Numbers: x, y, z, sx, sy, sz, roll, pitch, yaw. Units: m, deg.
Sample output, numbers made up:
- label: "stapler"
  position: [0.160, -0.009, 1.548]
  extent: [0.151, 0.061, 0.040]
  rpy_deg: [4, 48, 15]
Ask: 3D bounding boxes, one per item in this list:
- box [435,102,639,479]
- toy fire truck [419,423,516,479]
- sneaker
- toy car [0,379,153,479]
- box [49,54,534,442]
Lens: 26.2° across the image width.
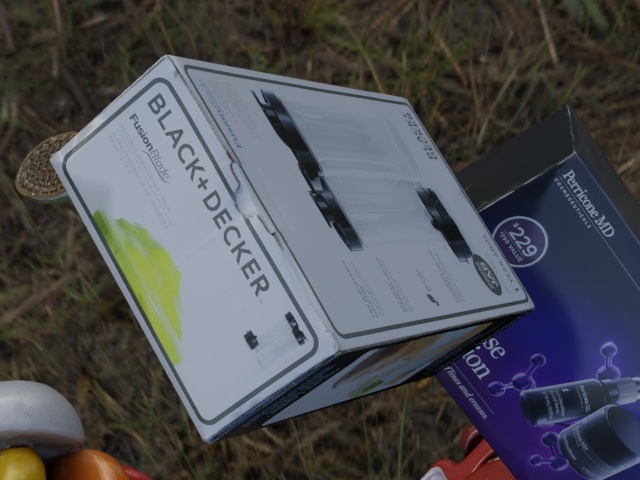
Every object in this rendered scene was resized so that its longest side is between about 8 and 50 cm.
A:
- label: "box"
  position: [0.180, 0.061, 1.020]
  extent: [0.184, 0.103, 0.261]
  rpy_deg: [-33, 108, 18]
- label: "toy fire truck"
  position: [0.156, 0.300, 1.390]
  extent: [0.169, 0.254, 0.302]
  rpy_deg: [34, 101, -27]
- label: "sneaker"
  position: [-0.164, -0.047, 1.122]
  extent: [0.192, 0.086, 0.064]
  rpy_deg: [-9, 56, 43]
- label: "toy car"
  position: [-0.152, 0.172, 0.785]
  extent: [0.136, 0.182, 0.159]
  rpy_deg: [5, 68, -22]
- label: "box"
  position: [0.000, 0.000, 0.763]
  extent: [0.087, 0.290, 0.169]
  rpy_deg: [-36, 77, 22]
